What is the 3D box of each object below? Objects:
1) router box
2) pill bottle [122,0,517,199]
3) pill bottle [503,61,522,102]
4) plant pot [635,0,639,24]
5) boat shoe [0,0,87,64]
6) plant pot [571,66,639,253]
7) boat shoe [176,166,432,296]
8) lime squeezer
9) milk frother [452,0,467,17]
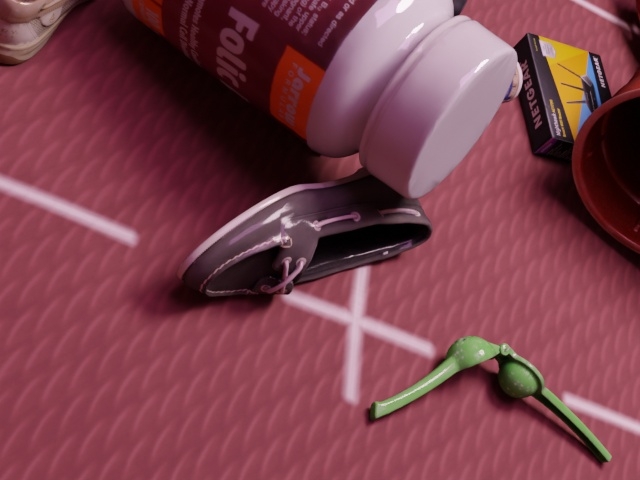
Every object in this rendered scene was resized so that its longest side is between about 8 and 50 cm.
[{"bbox_3d":[0.337,-0.187,1.701,0.133,0.046,0.179,10,55,-28],"label":"router box"},{"bbox_3d":[-0.003,-0.229,1.329,0.392,0.224,0.224,37,44,17],"label":"pill bottle"},{"bbox_3d":[0.197,-0.205,1.608,0.120,0.067,0.067,-13,67,-38],"label":"pill bottle"},{"bbox_3d":[0.568,-0.322,1.853,0.191,0.191,0.174,19,57,-21],"label":"plant pot"},{"bbox_3d":[-0.280,-0.314,1.352,0.109,0.098,0.302,33,47,-9],"label":"boat shoe"},{"bbox_3d":[0.492,-0.151,1.592,0.272,0.272,0.265,39,49,-4],"label":"plant pot"},{"bbox_3d":[0.000,0.000,1.307,0.335,0.112,0.095,-24,70,-45],"label":"boat shoe"},{"bbox_3d":[0.197,0.163,1.359,0.310,0.059,0.110,15,52,-25],"label":"lime squeezer"},{"bbox_3d":[0.184,-0.315,1.630,0.143,0.135,0.129,5,58,-31],"label":"milk frother"}]
